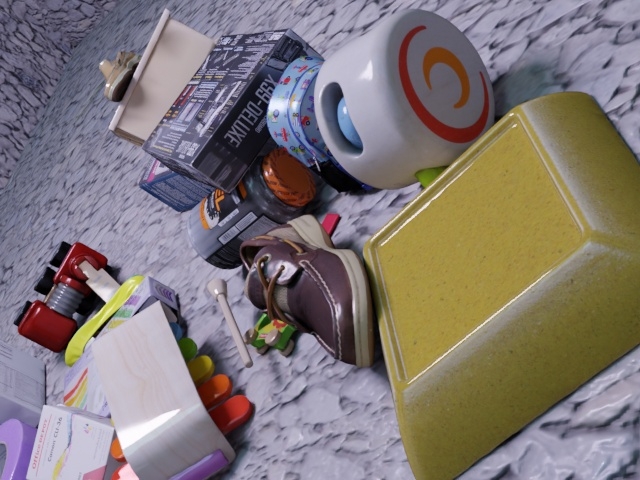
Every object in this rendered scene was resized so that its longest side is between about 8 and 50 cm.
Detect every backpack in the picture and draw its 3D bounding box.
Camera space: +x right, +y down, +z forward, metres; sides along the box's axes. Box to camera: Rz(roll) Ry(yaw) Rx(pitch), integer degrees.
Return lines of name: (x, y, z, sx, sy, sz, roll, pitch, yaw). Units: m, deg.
backpack: (0.024, -0.166, 1.201, 0.117, 0.173, 0.158, 4, 62, 59)

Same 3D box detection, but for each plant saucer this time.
plant saucer: (0.163, 0.020, 0.881, 0.333, 0.081, 0.332, -43, 31, 23)

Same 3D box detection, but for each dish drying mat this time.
dish drying mat: (0.000, 0.000, 1.241, 0.032, 0.008, 0.083, 6, 65, 59)

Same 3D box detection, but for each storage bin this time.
storage bin: (-0.326, -0.319, 1.893, 0.262, 0.123, 0.260, -65, 9, -1)

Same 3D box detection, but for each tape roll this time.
tape roll: (-0.558, 0.454, 1.557, 0.275, 0.090, 0.274, -40, 31, 30)

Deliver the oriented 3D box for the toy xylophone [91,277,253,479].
toy xylophone: (-0.196, 0.185, 1.208, 0.236, 0.081, 0.322, -27, 40, 3)

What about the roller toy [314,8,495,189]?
roller toy: (0.096, -0.164, 1.064, 0.146, 0.191, 0.209, -22, 43, 49)

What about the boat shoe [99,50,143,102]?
boat shoe: (-0.412, -0.334, 1.801, 0.068, 0.072, 0.190, -61, 10, 25)

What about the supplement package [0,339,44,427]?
supplement package: (-0.666, 0.334, 1.792, 0.194, 0.149, 0.203, -51, 28, 10)

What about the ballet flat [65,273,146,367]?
ballet flat: (-0.376, 0.161, 1.607, 0.231, 0.077, 0.077, -49, 45, 10)

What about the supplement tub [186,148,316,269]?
supplement tub: (-0.103, -0.048, 1.340, 0.190, 0.117, 0.117, -37, 33, 32)

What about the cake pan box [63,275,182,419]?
cake pan box: (-0.321, 0.216, 1.459, 0.267, 0.070, 0.245, -48, 31, 15)

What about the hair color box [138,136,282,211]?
hair color box: (-0.183, -0.171, 1.615, 0.347, 0.105, 0.173, -11, 51, 53)

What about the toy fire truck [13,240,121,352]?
toy fire truck: (-0.477, 0.120, 1.757, 0.217, 0.158, 0.246, -62, 17, -11)

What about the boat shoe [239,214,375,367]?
boat shoe: (-0.028, 0.058, 1.050, 0.342, 0.123, 0.123, -126, 30, -64)

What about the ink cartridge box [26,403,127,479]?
ink cartridge box: (-0.359, 0.311, 1.315, 0.198, 0.067, 0.115, 7, 81, 36)

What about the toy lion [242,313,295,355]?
toy lion: (-0.049, 0.104, 1.186, 0.100, 0.034, 0.096, -8, 47, 56)

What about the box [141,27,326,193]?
box: (-0.146, -0.207, 1.387, 0.242, 0.076, 0.307, -56, 26, -6)
